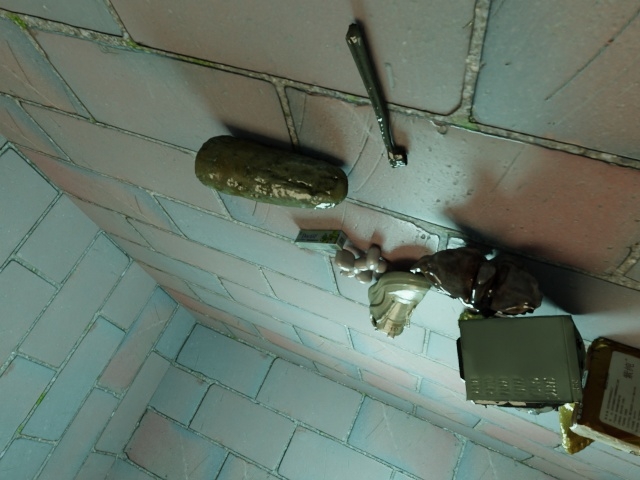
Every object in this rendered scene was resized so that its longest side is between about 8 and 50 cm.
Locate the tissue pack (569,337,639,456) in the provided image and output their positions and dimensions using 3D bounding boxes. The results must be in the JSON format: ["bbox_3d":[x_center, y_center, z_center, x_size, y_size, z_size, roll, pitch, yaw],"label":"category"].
[{"bbox_3d":[0.696,0.362,1.127,0.183,0.226,0.092,18,158,20],"label":"tissue pack"}]

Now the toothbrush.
[{"bbox_3d":[0.096,-0.218,0.793,0.030,0.030,0.297,4,149,27],"label":"toothbrush"}]

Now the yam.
[{"bbox_3d":[-0.097,-0.142,1.053,0.330,0.133,0.133,13,154,18],"label":"yam"}]

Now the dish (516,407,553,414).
[{"bbox_3d":[0.695,0.533,1.670,0.227,0.086,0.236,7,149,39],"label":"dish"}]

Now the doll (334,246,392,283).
[{"bbox_3d":[0.111,0.070,1.337,0.160,0.059,0.160,-5,152,27],"label":"doll"}]

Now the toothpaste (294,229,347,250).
[{"bbox_3d":[0.000,0.000,1.334,0.164,0.046,0.034,2,149,44],"label":"toothpaste"}]

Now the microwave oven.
[{"bbox_3d":[0.434,0.252,1.043,0.237,0.181,0.295,-9,169,26],"label":"microwave oven"}]

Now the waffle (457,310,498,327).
[{"bbox_3d":[0.477,0.255,1.380,0.183,0.036,0.169,16,152,20],"label":"waffle"}]

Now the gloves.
[{"bbox_3d":[0.802,0.507,1.414,0.203,0.155,0.357,12,138,16],"label":"gloves"}]

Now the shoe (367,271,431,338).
[{"bbox_3d":[0.205,0.186,1.341,0.124,0.159,0.316,11,163,-8],"label":"shoe"}]

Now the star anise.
[{"bbox_3d":[0.340,0.082,1.059,0.315,0.139,0.359,32,170,-25],"label":"star anise"}]
